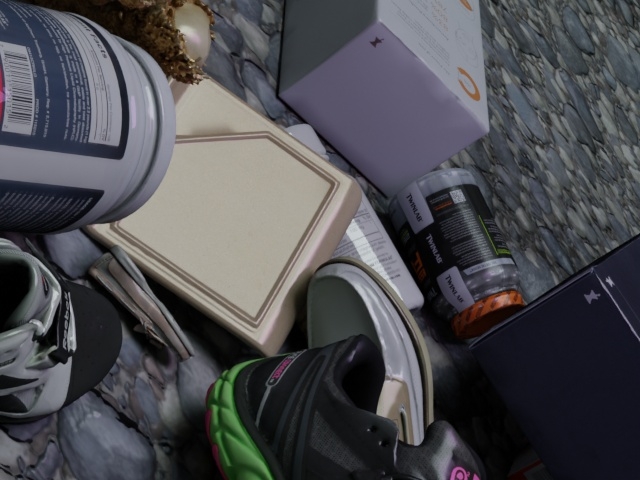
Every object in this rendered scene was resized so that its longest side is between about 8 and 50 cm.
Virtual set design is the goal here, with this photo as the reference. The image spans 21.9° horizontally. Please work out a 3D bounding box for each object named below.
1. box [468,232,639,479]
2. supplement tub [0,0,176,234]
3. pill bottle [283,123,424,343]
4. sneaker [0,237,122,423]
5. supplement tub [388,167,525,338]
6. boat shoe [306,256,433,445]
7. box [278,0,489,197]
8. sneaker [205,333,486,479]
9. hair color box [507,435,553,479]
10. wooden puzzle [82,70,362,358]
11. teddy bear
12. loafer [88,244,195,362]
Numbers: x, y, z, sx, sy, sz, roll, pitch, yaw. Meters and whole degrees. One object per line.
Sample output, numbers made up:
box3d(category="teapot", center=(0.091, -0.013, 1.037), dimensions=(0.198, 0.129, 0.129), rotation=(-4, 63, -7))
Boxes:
box3d(category="box", center=(0.374, 0.185, 1.892), dimensions=(0.343, 0.179, 0.312), rotation=(57, 26, 6))
box3d(category="supplement tub", center=(-0.266, -0.103, 1.354), dimensions=(0.272, 0.191, 0.191), rotation=(5, 55, -57))
box3d(category="pill bottle", center=(0.000, 0.000, 1.744), dimensions=(0.229, 0.131, 0.131), rotation=(61, 27, 10))
box3d(category="sneaker", center=(-0.236, 0.063, 1.255), dimensions=(0.330, 0.146, 0.122), rotation=(3, 65, -58))
box3d(category="supplement tub", center=(0.169, 0.017, 2.022), dimensions=(0.117, 0.117, 0.190), rotation=(9, 52, -55))
box3d(category="boat shoe", center=(0.044, 0.168, 1.585), dimensions=(0.103, 0.113, 0.302), rotation=(-24, 99, -54))
box3d(category="box", center=(0.083, -0.260, 2.138), dimensions=(0.215, 0.168, 0.345), rotation=(42, 29, -26))
box3d(category="sneaker", center=(0.057, 0.253, 1.360), dimensions=(0.483, 0.202, 0.185), rotation=(62, 1, 39))
box3d(category="hair color box", center=(0.290, 0.243, 1.992), dimensions=(0.053, 0.093, 0.167), rotation=(53, 26, -6))
box3d(category="wooden puzzle", center=(-0.094, -0.031, 1.614), dimensions=(0.239, 0.044, 0.221), rotation=(38, 58, -13))
box3d(category="teddy bear", center=(-0.220, -0.237, 1.544), dimensions=(0.338, 0.113, 0.245), rotation=(36, -13, 37))
box3d(category="loafer", center=(-0.164, 0.064, 1.516), dimensions=(0.125, 0.039, 0.045), rotation=(55, -7, -7))
